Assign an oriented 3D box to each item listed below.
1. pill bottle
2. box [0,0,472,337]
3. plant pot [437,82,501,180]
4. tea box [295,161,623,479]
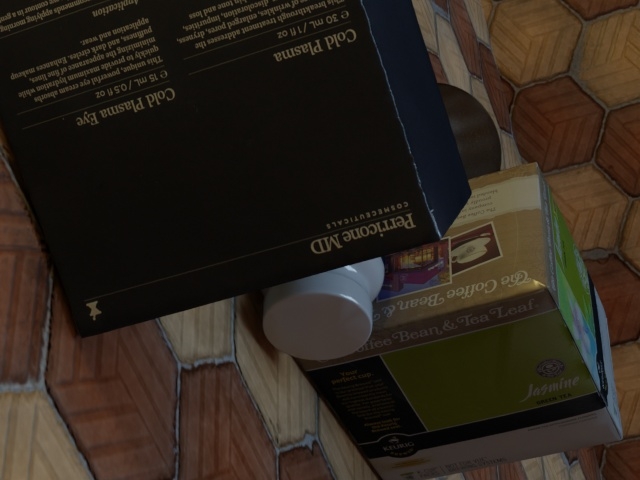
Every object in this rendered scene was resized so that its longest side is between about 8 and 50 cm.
[{"bbox_3d":[0.000,0.000,1.687,0.153,0.153,0.265,57,26,-43],"label":"pill bottle"},{"bbox_3d":[-0.084,-0.121,1.242,0.179,0.343,0.313,-42,116,-70],"label":"box"},{"bbox_3d":[0.121,-0.115,2.093,0.230,0.215,0.215,-18,93,-58],"label":"plant pot"},{"bbox_3d":[0.177,0.117,1.827,0.220,0.329,0.323,-87,155,-42],"label":"tea box"}]
